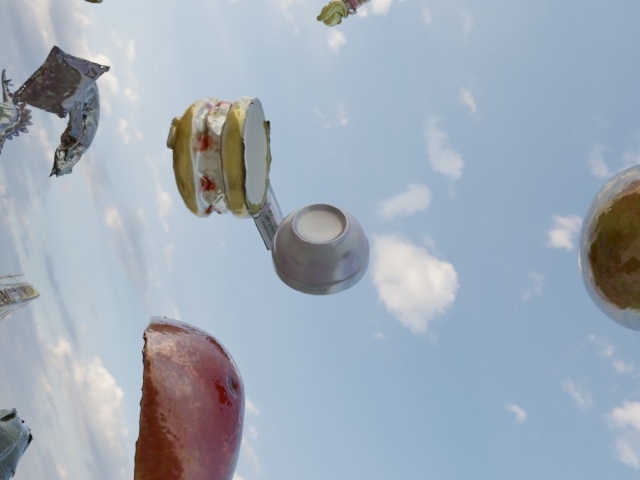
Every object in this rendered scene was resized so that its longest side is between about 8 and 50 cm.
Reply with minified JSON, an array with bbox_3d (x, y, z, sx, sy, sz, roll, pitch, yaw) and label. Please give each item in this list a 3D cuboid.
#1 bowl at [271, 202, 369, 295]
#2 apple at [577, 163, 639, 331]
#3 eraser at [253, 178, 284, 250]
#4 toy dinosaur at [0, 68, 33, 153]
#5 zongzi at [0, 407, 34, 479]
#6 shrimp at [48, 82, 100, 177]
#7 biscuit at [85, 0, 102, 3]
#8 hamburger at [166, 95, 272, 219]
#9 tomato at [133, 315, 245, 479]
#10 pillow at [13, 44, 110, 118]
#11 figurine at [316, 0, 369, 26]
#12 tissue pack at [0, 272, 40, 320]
[{"bbox_3d":[0.000,0.000,1.500,0.287,0.287,0.144,48,-27,33],"label":"bowl"},{"bbox_3d":[0.667,0.015,1.015,0.339,0.339,0.340,25,-57,47],"label":"apple"},{"bbox_3d":[-0.187,-0.105,1.849,0.287,0.086,0.130,71,9,-46],"label":"eraser"},{"bbox_3d":[-0.554,-0.227,0.946,0.039,0.082,0.209,-60,-140,47],"label":"toy dinosaur"},{"bbox_3d":[-0.674,0.352,1.001,0.274,0.125,0.251,62,-4,-18],"label":"zongzi"},{"bbox_3d":[-0.573,-0.277,1.256,0.164,0.062,0.317,102,-9,-50],"label":"shrimp"},{"bbox_3d":[-0.548,-0.734,1.314,0.045,0.154,0.299,107,7,-84],"label":"biscuit"},{"bbox_3d":[-0.213,-0.192,1.141,0.261,0.186,0.303,85,11,-59],"label":"hamburger"},{"bbox_3d":[-0.184,0.266,0.779,0.338,0.143,0.338,-177,-90,-79],"label":"tomato"},{"bbox_3d":[-0.524,-0.313,1.079,0.185,0.118,0.043,-34,-121,29],"label":"pillow"},{"bbox_3d":[0.072,-0.674,1.529,0.083,0.187,0.083,61,8,-15],"label":"figurine"},{"bbox_3d":[-0.728,0.145,1.120,0.092,0.183,0.226,56,-5,-5],"label":"tissue pack"}]
